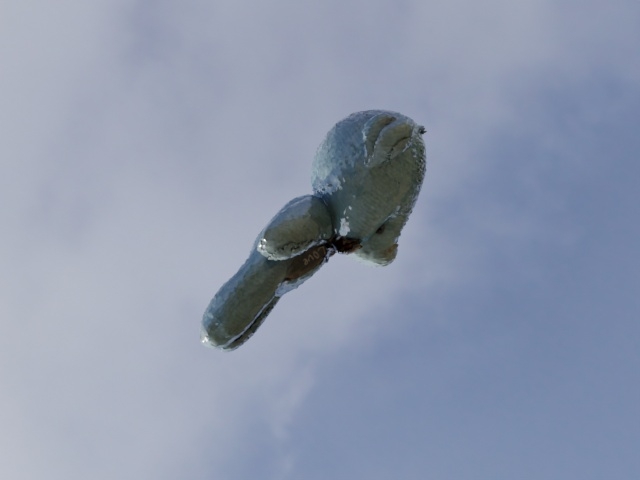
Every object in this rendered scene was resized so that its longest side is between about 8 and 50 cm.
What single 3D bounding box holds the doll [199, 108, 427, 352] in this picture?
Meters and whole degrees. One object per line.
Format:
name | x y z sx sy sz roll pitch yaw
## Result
doll | 0.004 0.002 0.959 0.075 0.120 0.179 34 -91 3
